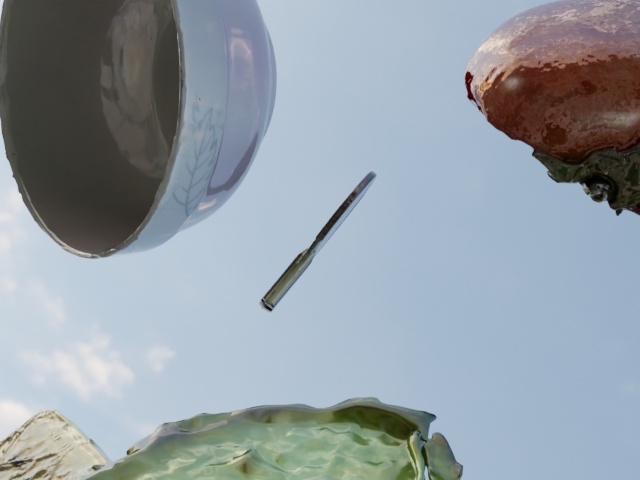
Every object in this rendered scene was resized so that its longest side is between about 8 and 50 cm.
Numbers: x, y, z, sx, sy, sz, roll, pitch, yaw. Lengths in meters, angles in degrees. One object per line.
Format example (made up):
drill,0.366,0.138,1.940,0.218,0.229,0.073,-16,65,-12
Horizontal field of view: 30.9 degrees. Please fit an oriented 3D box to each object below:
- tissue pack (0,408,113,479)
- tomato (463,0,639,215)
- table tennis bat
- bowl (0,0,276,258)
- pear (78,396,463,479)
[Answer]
tissue pack,-0.219,0.296,1.089,0.159,0.125,0.234,24,-35,51
tomato,0.161,-0.082,0.615,0.159,0.139,0.091,26,-61,-2
table tennis bat,0.000,0.000,0.992,0.014,0.158,0.095,39,-27,2
bowl,-0.139,-0.132,0.953,0.287,0.143,0.287,4,-84,48
pear,-0.024,0.213,0.375,0.163,0.238,0.256,-4,-62,2
